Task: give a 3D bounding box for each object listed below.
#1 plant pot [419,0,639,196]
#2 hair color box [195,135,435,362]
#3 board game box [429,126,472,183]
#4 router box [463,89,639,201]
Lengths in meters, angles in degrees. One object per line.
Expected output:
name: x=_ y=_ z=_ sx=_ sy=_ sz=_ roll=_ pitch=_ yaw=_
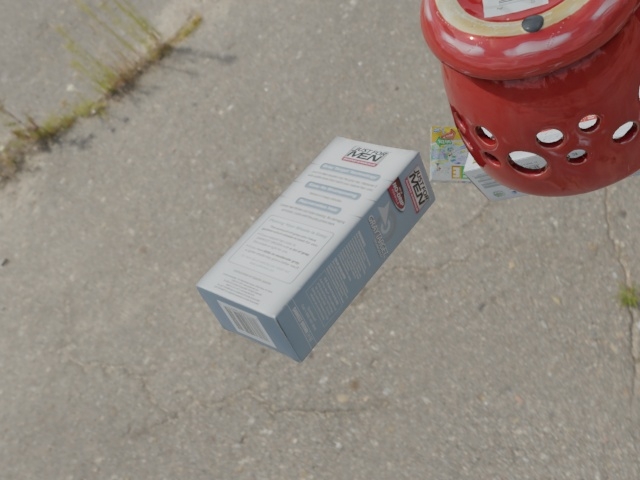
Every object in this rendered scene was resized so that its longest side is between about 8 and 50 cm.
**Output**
plant pot: x=0.185 y=-0.157 z=0.656 sx=0.191 sy=0.174 sz=0.191 roll=-13 pitch=56 yaw=20
hair color box: x=0.000 y=0.000 z=1.318 sx=0.185 sy=0.113 sz=0.374 roll=17 pitch=56 yaw=41
board game box: x=0.282 y=-0.159 z=1.538 sx=0.154 sy=0.026 sz=0.103 roll=1 pitch=83 yaw=1
router box: x=0.395 y=-0.221 z=1.172 sx=0.335 sy=0.082 sz=0.301 roll=-9 pitch=50 yaw=46
